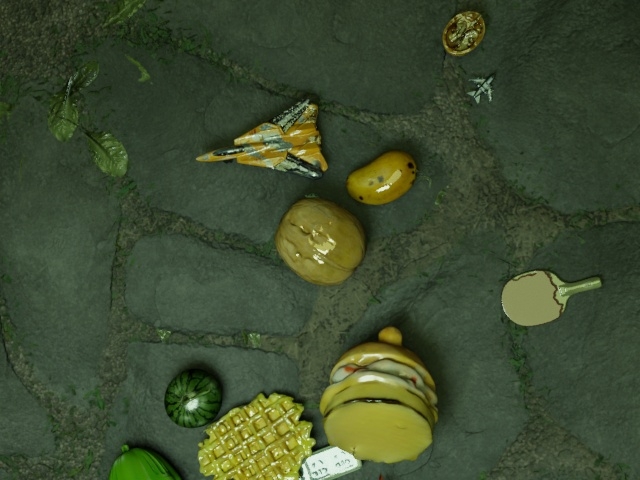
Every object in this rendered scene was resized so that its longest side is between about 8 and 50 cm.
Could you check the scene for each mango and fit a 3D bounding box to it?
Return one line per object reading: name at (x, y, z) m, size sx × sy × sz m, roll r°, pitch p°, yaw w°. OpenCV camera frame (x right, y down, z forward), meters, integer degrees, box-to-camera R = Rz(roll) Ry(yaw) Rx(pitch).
mango at (0.152, -0.147, 1.641) m, size 0.178 × 0.090 × 0.115 m, roll -30°, pitch 74°, yaw 7°

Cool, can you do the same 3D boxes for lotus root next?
lotus root at (-0.445, 0.569, 1.637) m, size 0.186 × 0.186 × 0.186 m, roll 0°, pitch 86°, yaw 6°

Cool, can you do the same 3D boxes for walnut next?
walnut at (0.350, -0.501, 1.658) m, size 0.091 × 0.052 × 0.121 m, roll 41°, pitch 89°, yaw 9°
walnut at (0.000, 0.000, 1.603) m, size 0.221 × 0.195 × 0.195 m, roll 35°, pitch 91°, yaw 14°

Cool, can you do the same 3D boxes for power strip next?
power strip at (-0.017, 0.551, 1.633) m, size 0.272 × 0.052 × 0.078 m, roll -22°, pitch 81°, yaw 5°

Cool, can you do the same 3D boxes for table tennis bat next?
table tennis bat at (0.550, 0.127, 1.614) m, size 0.234 × 0.022 × 0.131 m, roll -16°, pitch 84°, yaw 7°

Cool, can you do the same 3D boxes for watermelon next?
watermelon at (-0.306, 0.376, 1.609) m, size 0.140 × 0.187 × 0.141 m, roll -1°, pitch 77°, yaw 2°

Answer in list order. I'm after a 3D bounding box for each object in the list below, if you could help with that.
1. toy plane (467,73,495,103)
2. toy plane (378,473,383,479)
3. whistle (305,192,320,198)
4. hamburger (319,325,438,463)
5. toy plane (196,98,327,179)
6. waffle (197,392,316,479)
toy plane at (0.401, -0.378, 1.656) m, size 0.078 × 0.031 × 0.083 m, roll 42°, pitch 94°, yaw -8°
toy plane at (0.203, 0.626, 1.570) m, size 0.194 × 0.126 × 0.077 m, roll 23°, pitch 123°, yaw -28°
whistle at (0.004, -0.086, 1.680) m, size 0.100 × 0.035 × 0.035 m, roll 33°, pitch 90°, yaw 6°
hamburger at (0.135, 0.347, 1.539) m, size 0.276 × 0.276 × 0.237 m, roll 2°, pitch 44°, yaw 6°
toy plane at (-0.149, -0.226, 1.679) m, size 0.316 × 0.103 × 0.204 m, roll -11°, pitch 83°, yaw 12°
waffle at (-0.152, 0.493, 1.622) m, size 0.280 × 0.060 × 0.262 m, roll 10°, pitch 69°, yaw 16°
